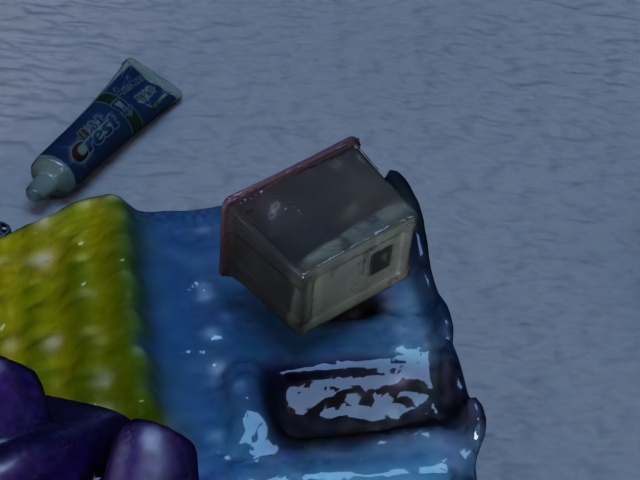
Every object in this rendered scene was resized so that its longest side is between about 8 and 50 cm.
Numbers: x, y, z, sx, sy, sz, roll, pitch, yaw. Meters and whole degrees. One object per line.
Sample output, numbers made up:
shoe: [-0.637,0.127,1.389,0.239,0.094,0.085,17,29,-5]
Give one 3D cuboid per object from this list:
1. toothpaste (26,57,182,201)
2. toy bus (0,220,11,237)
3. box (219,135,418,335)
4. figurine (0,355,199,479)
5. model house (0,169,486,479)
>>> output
toothpaste: [-0.172,-0.085,1.128,0.057,0.035,0.197,33,41,2]
toy bus: [-0.214,0.039,0.961,0.061,0.051,0.153,-25,51,-27]
box: [0.000,0.000,0.722,0.085,0.060,0.063,-26,57,-26]
figurine: [-0.139,0.256,0.543,0.154,0.420,0.193,14,0,17]
model house: [-0.088,0.110,0.791,0.303,0.215,0.237,-4,42,-9]
